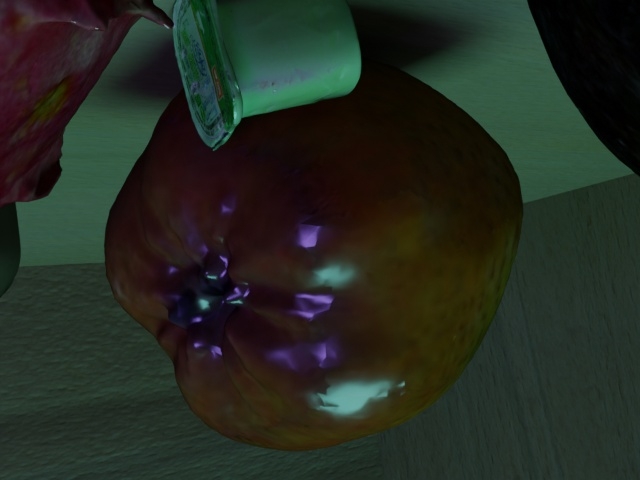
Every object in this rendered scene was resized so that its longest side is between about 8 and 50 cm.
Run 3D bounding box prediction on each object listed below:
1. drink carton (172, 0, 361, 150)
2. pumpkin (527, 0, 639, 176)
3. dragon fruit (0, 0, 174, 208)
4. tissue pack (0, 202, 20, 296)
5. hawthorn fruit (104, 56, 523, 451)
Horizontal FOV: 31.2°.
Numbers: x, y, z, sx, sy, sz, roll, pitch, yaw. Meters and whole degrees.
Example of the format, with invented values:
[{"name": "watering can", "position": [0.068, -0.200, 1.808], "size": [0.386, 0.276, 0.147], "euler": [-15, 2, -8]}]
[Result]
[{"name": "drink carton", "position": [-0.048, -0.174, 1.070], "size": [0.142, 0.146, 0.144], "euler": [-15, 176, -21]}, {"name": "pumpkin", "position": [0.310, -0.186, 0.526], "size": [0.454, 0.344, 0.454], "euler": [-23, 173, -3]}, {"name": "dragon fruit", "position": [-0.253, -0.106, 0.548], "size": [0.371, 0.249, 0.386], "euler": [8, -162, 10]}, {"name": "tissue pack", "position": [-0.532, -0.016, 1.168], "size": [0.387, 0.267, 0.277], "euler": [-10, 172, 19]}, {"name": "hawthorn fruit", "position": [0.000, 0.000, 1.306], "size": [0.472, 0.471, 0.472], "euler": [-9, 173, -1]}]
